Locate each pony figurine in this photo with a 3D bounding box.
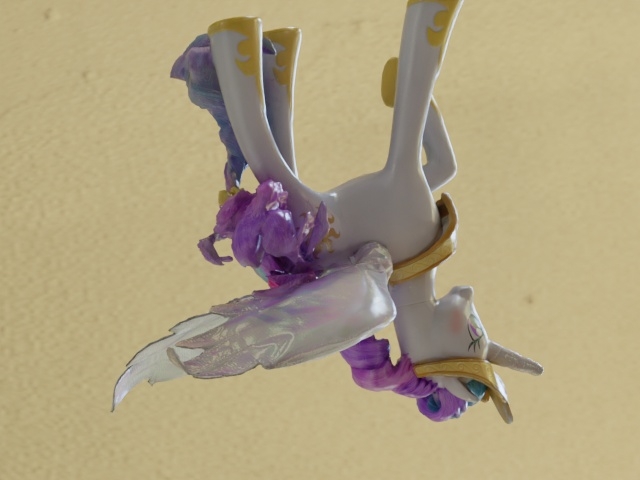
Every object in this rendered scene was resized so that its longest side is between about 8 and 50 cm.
[{"bbox_3d":[0.000,0.000,1.267,0.351,0.303,0.363,-11,-91,-21],"label":"pony figurine"}]
